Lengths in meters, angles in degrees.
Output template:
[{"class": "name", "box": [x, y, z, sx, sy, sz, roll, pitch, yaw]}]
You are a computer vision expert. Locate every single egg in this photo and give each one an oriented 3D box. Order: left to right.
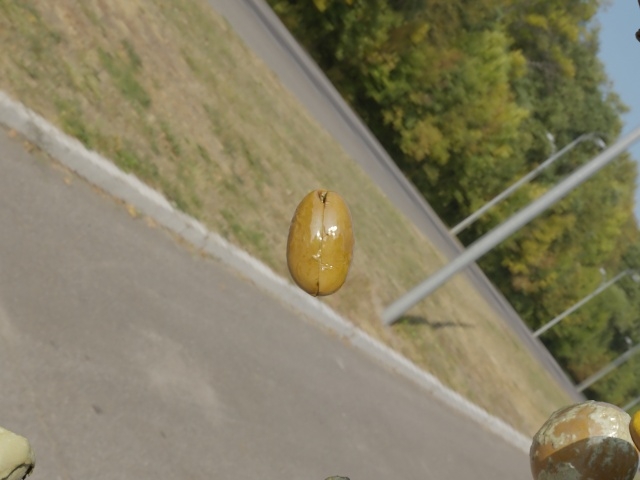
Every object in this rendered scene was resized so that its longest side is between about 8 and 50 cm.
[{"class": "egg", "box": [0.518, 0.421, 1.815, 0.203, 0.245, 0.203, 24, 28, -14]}]

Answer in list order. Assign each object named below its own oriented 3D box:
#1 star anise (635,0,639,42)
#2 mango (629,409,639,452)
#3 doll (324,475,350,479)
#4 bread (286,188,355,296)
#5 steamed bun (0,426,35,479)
[{"class": "star anise", "box": [0.240, -0.149, 0.567, 0.070, 0.097, 0.190, -61, 134, -81]}, {"class": "mango", "box": [0.593, 0.351, 1.550, 0.217, 0.102, 0.141, 34, 45, -21]}, {"class": "doll", "box": [-0.020, 0.514, 1.566, 0.091, 0.286, 0.203, -4, 12, -43]}, {"class": "bread", "box": [0.000, 0.000, 1.554, 0.077, 0.114, 0.189, 50, 43, -75]}, {"class": "steamed bun", "box": [-0.395, 0.257, 0.881, 0.110, 0.231, 0.212, 48, 37, 18]}]
